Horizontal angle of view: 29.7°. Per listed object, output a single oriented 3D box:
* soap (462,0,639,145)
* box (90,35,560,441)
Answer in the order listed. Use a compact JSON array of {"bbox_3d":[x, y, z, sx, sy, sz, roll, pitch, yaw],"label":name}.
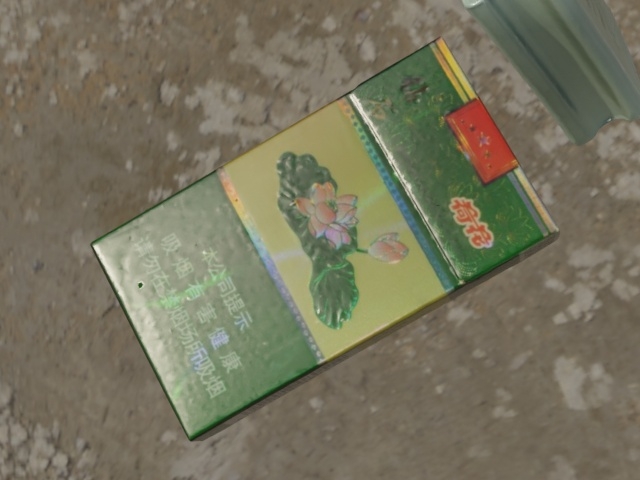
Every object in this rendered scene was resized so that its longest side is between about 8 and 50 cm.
[{"bbox_3d":[0.213,-0.224,1.150,0.087,0.265,0.160,-25,54,22],"label":"soap"},{"bbox_3d":[0.000,0.000,0.681,0.235,0.034,0.132,-29,77,4],"label":"box"}]
